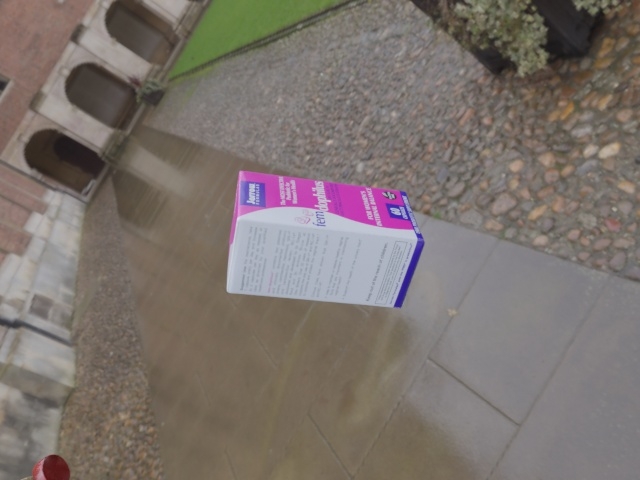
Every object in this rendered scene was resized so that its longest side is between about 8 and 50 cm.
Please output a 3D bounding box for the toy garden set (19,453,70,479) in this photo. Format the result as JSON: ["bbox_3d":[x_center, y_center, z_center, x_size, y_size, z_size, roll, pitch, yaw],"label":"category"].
[{"bbox_3d":[-0.230,0.299,0.501,0.203,0.244,0.049,-36,26,12],"label":"toy garden set"}]

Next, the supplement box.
[{"bbox_3d":[0.000,0.000,0.725,0.111,0.219,0.114,-99,18,-52],"label":"supplement box"}]
